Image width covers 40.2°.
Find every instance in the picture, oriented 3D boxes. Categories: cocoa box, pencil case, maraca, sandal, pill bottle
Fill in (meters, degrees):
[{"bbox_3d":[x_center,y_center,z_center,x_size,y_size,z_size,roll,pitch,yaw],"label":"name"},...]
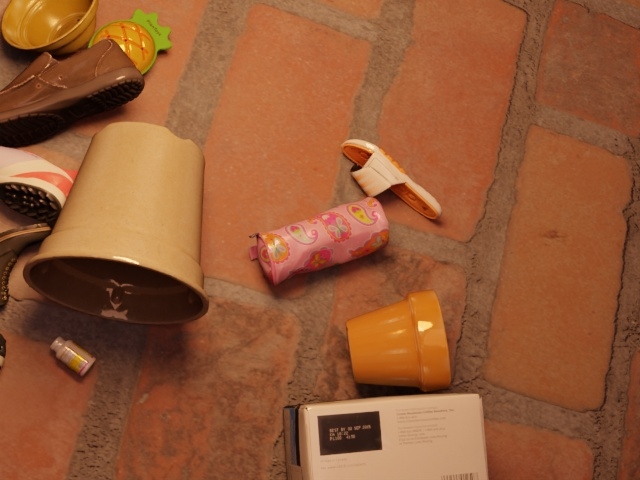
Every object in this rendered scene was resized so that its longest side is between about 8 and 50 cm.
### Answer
[{"bbox_3d":[0.118,0.420,1.692,0.347,0.228,0.231,-1,80,-15],"label":"cocoa box"},{"bbox_3d":[0.000,0.000,1.806,0.284,0.124,0.124,-19,84,-16],"label":"pencil case"},{"bbox_3d":[-0.390,-0.400,1.794,0.186,0.099,0.127,-44,96,-24],"label":"maraca"},{"bbox_3d":[0.144,-0.115,1.872,0.265,0.102,0.076,38,70,-6],"label":"sandal"},{"bbox_3d":[-0.476,0.220,1.677,0.083,0.043,0.043,38,73,-4],"label":"pill bottle"}]

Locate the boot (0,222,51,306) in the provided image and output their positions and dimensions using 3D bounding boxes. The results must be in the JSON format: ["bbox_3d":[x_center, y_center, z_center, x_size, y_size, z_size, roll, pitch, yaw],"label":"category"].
[{"bbox_3d":[-0.594,0.055,1.672,0.198,0.077,0.137,-21,89,-4],"label":"boot"}]

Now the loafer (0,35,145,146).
[{"bbox_3d":[-0.528,-0.290,1.705,0.366,0.134,0.130,-19,76,-4],"label":"loafer"}]

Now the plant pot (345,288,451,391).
[{"bbox_3d":[0.151,0.213,1.772,0.188,0.205,0.205,-8,81,1],"label":"plant pot"}]

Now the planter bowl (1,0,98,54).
[{"bbox_3d":[-0.519,-0.440,1.753,0.217,0.090,0.217,-10,58,16],"label":"planter bowl"}]

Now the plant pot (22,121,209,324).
[{"bbox_3d":[-0.351,-0.040,1.643,0.334,0.334,0.305,12,65,-12],"label":"plant pot"}]

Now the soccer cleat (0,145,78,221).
[{"bbox_3d":[-0.625,-0.140,1.693,0.318,0.108,0.116,21,41,1],"label":"soccer cleat"}]

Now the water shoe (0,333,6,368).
[{"bbox_3d":[-0.690,0.199,1.624,0.203,0.073,0.080,11,55,-16],"label":"water shoe"}]
